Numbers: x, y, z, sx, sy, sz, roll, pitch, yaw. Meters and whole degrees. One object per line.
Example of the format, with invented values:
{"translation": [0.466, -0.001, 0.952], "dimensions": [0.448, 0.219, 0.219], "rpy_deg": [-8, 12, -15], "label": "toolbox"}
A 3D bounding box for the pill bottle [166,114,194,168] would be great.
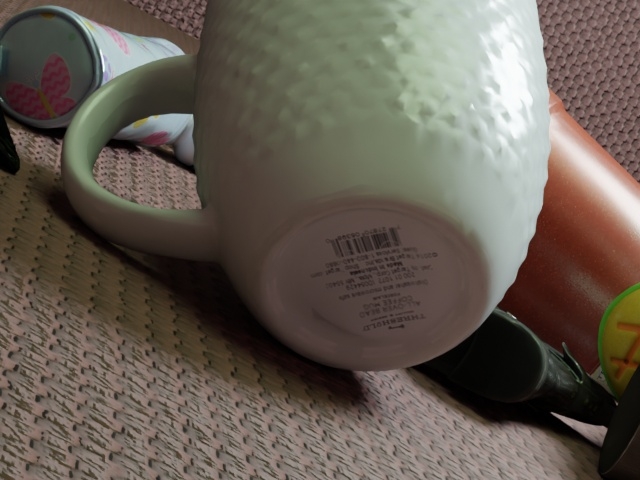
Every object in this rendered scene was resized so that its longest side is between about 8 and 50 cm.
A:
{"translation": [-0.102, -0.108, 1.827], "dimensions": [0.152, 0.086, 0.086], "rpy_deg": [26, 8, -22], "label": "pill bottle"}

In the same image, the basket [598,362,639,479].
{"translation": [0.356, 0.182, 1.379], "dimensions": [0.227, 0.154, 0.204], "rpy_deg": [25, 2, 0], "label": "basket"}

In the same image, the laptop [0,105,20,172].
{"translation": [-0.379, -0.145, 1.354], "dimensions": [0.264, 0.137, 0.234], "rpy_deg": [53, -1, -22], "label": "laptop"}

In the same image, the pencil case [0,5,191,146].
{"translation": [-0.216, -0.157, 1.642], "dimensions": [0.124, 0.113, 0.273], "rpy_deg": [22, 6, 14], "label": "pencil case"}

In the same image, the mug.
{"translation": [-0.010, -0.071, 1.286], "dimensions": [0.374, 0.276, 0.328], "rpy_deg": [-1, 41, 3], "label": "mug"}

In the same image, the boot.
{"translation": [0.134, 0.085, 1.492], "dimensions": [0.263, 0.091, 0.229], "rpy_deg": [37, 5, 27], "label": "boot"}

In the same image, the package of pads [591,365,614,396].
{"translation": [0.460, 0.104, 1.937], "dimensions": [0.101, 0.229, 0.296], "rpy_deg": [35, 9, 39], "label": "package of pads"}

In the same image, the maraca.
{"translation": [0.321, 0.121, 1.493], "dimensions": [0.185, 0.127, 0.099], "rpy_deg": [60, 24, 2], "label": "maraca"}

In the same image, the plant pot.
{"translation": [0.218, -0.004, 1.705], "dimensions": [0.265, 0.272, 0.272], "rpy_deg": [40, 10, 9], "label": "plant pot"}
